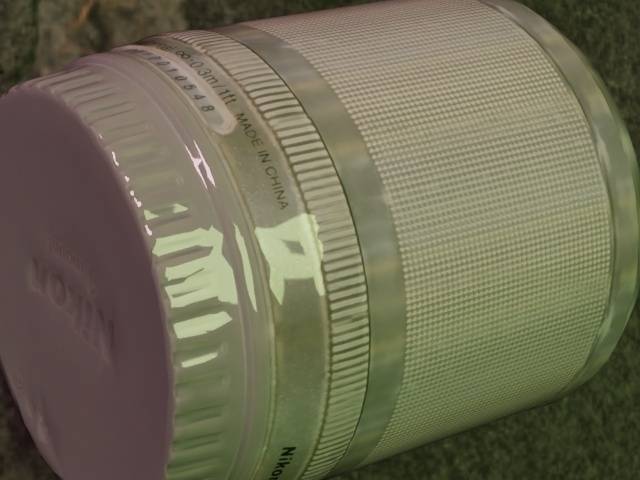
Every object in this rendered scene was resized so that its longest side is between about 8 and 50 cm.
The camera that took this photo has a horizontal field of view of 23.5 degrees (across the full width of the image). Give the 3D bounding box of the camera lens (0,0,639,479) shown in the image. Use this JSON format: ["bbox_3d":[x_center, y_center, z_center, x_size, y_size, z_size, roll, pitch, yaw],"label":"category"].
[{"bbox_3d":[0.000,0.000,0.741,0.274,0.219,0.219,-14,94,-33],"label":"camera lens"}]
